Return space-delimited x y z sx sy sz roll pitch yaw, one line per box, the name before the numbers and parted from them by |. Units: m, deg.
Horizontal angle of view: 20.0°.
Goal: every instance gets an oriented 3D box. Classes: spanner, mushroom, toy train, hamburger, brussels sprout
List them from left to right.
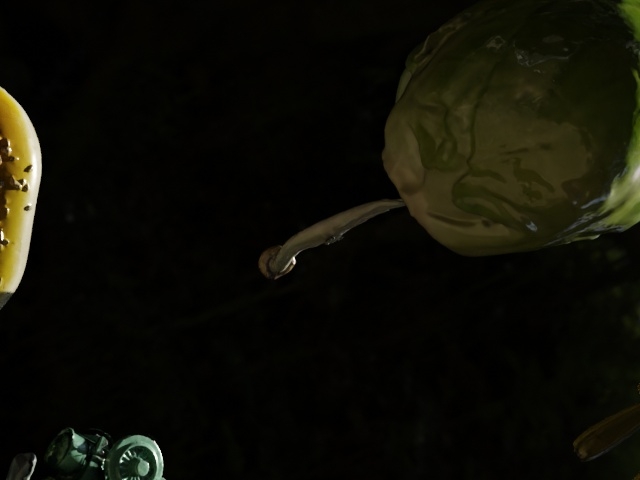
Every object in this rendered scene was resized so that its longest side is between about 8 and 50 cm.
hamburger | -0.419 -0.038 1.963 0.151 0.227 0.295 63 33 -80
spanner | -0.304 0.254 1.608 0.302 0.017 0.071 -39 -135 54
toy train | -0.191 0.325 1.949 0.307 0.189 0.126 39 -19 -31
mushroom | -0.002 -0.002 2.010 0.043 0.068 0.306 52 -29 -6
brussels sprout | 0.171 -0.099 1.405 0.244 0.244 0.244 50 -25 34

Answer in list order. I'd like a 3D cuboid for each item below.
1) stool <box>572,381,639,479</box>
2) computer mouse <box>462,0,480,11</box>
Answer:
stool | 0.348 0.229 1.982 0.135 0.110 0.134 46 6 -39
computer mouse | 0.223 -0.195 1.646 0.269 0.170 0.100 -144 -137 -65
